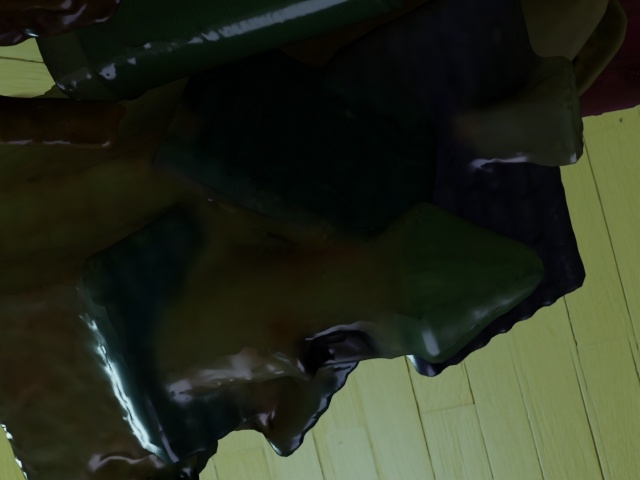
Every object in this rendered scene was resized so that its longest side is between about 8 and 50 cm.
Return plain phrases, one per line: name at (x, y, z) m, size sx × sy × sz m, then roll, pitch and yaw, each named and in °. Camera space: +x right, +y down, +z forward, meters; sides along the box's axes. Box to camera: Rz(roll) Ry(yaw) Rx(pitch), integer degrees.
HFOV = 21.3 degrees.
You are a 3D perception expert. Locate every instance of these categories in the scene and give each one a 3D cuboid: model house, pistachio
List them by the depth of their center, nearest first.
model house at (0.000, 0.000, 0.876) m, size 0.280 × 0.245 × 0.312 m, roll -11°, pitch -154°, yaw 13°
pistachio at (0.098, -0.119, 1.058) m, size 0.185 × 0.124 × 0.124 m, roll -21°, pitch 177°, yaw 8°

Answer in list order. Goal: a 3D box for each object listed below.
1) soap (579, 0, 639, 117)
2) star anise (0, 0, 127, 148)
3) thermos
soap at (0.128, -0.128, 1.301) m, size 0.250 × 0.099 × 0.162 m, roll -13°, pitch -175°, yaw -22°
star anise at (-0.154, -0.079, 0.540) m, size 0.212 × 0.111 × 0.196 m, roll -7°, pitch 176°, yaw 37°
thermos at (-0.029, -0.121, 0.739) m, size 0.188 × 0.083 × 0.073 m, roll -16°, pitch -160°, yaw 17°
